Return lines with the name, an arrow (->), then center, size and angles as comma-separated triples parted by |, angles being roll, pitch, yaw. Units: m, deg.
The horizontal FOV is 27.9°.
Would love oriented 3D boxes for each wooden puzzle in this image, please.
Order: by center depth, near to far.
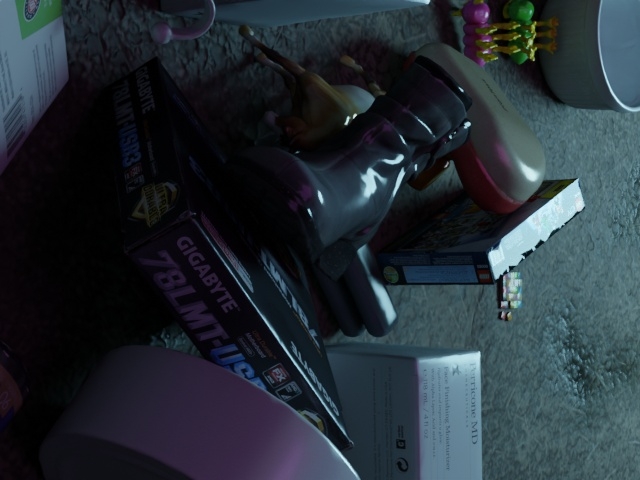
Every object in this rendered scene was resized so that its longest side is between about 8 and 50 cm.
wooden puzzle -> 0.261, 0.069, 1.768 | 0.049, 0.006, 0.083 | 1, 89, -50

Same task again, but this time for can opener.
can opener -> 0.000, 0.000, 1.409 | 0.093, 0.074, 0.280 | -55, 130, -38

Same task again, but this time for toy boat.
toy boat -> 0.160, -0.117, 1.553 | 0.151, 0.151, 0.231 | 21, 32, -48

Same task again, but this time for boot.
boot -> 0.035, -0.088, 1.187 | 0.223, 0.118, 0.338 | -46, 172, 1

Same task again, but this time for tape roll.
tape roll -> -0.100, 0.220, 1.126 | 0.100, 0.286, 0.286 | -57, 129, -33

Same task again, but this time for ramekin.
ramekin -> 0.400, -0.283, 1.856 | 0.207, 0.109, 0.207 | 2, 88, -50

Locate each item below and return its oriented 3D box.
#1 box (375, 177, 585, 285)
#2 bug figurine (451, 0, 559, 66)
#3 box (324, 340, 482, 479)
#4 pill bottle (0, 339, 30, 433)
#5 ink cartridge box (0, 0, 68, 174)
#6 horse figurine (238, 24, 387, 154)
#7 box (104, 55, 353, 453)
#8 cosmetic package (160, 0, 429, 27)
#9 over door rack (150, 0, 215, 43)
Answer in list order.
box -> 0.199, -0.012, 1.577 | 0.233, 0.159, 0.044 | -33, 112, -45
bug figurine -> 0.238, -0.335, 1.694 | 0.279, 0.072, 0.216 | -18, 110, -53
box -> 0.071, 0.206, 1.407 | 0.119, 0.181, 0.181 | -3, 92, -49
pill bottle -> -0.330, 0.162, 0.980 | 0.123, 0.122, 0.219 | 57, 49, -32
ink cartridge box -> -0.304, -0.099, 0.946 | 0.198, 0.114, 0.273 | 104, 12, -60
horse figurine -> 0.018, -0.144, 1.369 | 0.263, 0.174, 0.066 | 10, 122, -51
box -> -0.087, 0.018, 1.177 | 0.296, 0.073, 0.293 | 57, 7, -33
cosmetic package -> -0.029, -0.451, 1.258 | 0.161, 0.230, 0.454 | -2, 92, -50
over door rack -> -0.208, -0.330, 1.022 | 0.108, 0.239, 0.324 | -29, 135, -6
